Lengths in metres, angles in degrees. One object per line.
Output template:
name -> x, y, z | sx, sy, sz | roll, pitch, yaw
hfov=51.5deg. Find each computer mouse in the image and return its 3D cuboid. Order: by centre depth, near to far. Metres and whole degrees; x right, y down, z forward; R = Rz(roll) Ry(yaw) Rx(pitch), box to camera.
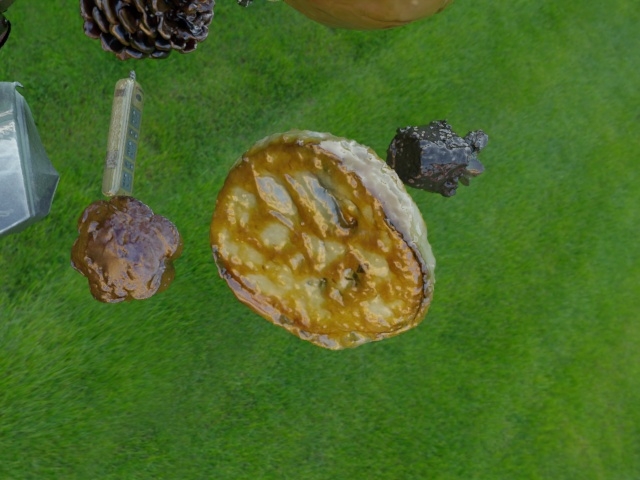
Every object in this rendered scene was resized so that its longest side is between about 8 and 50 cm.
computer mouse -> -0.318, -0.086, 0.602 | 0.126, 0.071, 0.231 | -21, 54, -13

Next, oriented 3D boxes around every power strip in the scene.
power strip -> -0.549, -0.299, 1.866 | 0.092, 0.066, 0.387 | 40, 51, -70

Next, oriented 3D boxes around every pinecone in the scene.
pinecone -> -0.306, -0.435, 1.189 | 0.224, 0.273, 0.224 | -10, 102, -54

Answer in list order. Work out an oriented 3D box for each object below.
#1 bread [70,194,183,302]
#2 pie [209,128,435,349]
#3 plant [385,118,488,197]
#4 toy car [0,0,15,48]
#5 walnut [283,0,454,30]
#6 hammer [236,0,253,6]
bread -> -0.425, 0.025, 1.436 | 0.247, 0.135, 0.232 | 24, 86, 14
pie -> 0.000, 0.000, 0.845 | 0.315, 0.315, 0.092 | 53, 39, -9
plant -> 0.240, -0.166, 1.328 | 0.203, 0.142, 0.131 | 6, 35, -32
toy car -> -0.547, -0.354, 0.896 | 0.271, 0.341, 0.240 | 42, 32, -26
walnut -> 0.057, -0.476, 0.874 | 0.354, 0.308, 0.397 | -42, 103, -23
hammer -> -0.091, -0.609, 1.326 | 0.033, 0.111, 0.287 | 24, 81, -22
